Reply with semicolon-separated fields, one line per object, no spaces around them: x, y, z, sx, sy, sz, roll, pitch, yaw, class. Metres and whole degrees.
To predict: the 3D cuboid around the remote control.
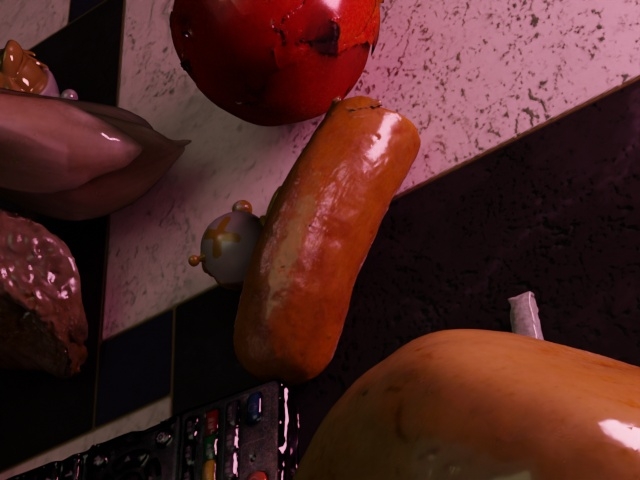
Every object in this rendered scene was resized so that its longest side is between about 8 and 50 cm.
-0.179;0.246;1.208;0.398;0.062;0.145;-22;49;28;remote control

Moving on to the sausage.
0.001;0.000;1.195;0.109;0.109;0.271;8;70;45;sausage

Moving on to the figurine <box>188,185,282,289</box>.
-0.050;-0.004;1.278;0.143;0.068;0.101;-11;60;16;figurine

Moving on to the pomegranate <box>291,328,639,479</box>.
0.123;0.202;0.777;0.332;0.332;0.333;-24;48;29;pomegranate

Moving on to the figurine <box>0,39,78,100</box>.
-0.427;-0.124;1.667;0.274;0.133;0.194;-48;17;12;figurine

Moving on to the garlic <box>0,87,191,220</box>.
-0.312;-0.104;1.446;0.279;0.325;0.132;-125;53;-80;garlic

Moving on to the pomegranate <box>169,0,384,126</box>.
-0.038;-0.220;1.327;0.210;0.210;0.235;-14;12;35;pomegranate

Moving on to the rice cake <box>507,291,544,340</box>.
0.164;0.092;1.038;0.022;0.021;0.121;-23;50;23;rice cake

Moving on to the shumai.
-0.327;0.027;1.435;0.218;0.184;0.185;10;33;12;shumai
